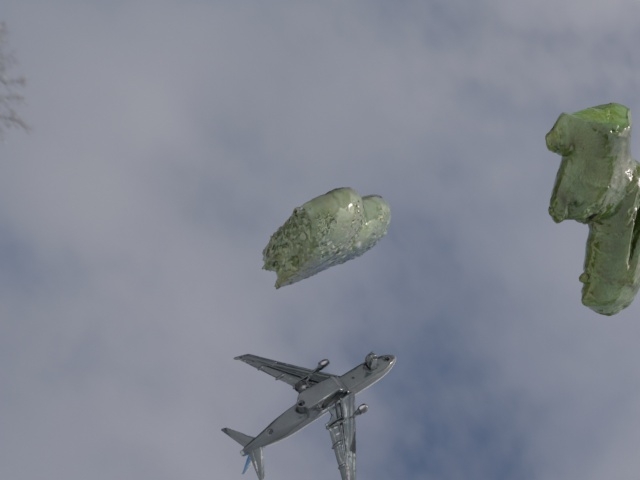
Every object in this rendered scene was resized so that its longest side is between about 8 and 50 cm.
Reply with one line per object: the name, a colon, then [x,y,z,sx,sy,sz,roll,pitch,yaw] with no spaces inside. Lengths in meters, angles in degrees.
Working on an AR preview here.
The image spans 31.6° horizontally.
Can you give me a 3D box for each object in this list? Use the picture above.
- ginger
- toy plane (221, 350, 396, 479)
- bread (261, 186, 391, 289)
ginger: [0.347,-0.038,1.405,0.089,0.290,0.137,16,-130,46]
toy plane: [-0.004,0.190,1.300,0.226,0.058,0.226,-35,-123,-12]
bread: [0.000,0.000,1.371,0.172,0.232,0.064,-30,-102,14]
